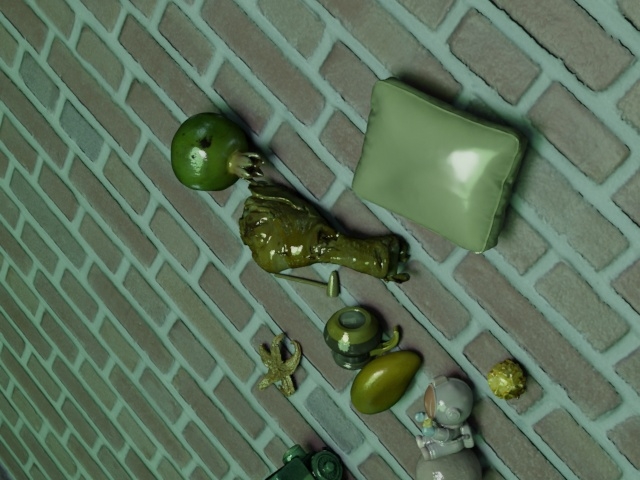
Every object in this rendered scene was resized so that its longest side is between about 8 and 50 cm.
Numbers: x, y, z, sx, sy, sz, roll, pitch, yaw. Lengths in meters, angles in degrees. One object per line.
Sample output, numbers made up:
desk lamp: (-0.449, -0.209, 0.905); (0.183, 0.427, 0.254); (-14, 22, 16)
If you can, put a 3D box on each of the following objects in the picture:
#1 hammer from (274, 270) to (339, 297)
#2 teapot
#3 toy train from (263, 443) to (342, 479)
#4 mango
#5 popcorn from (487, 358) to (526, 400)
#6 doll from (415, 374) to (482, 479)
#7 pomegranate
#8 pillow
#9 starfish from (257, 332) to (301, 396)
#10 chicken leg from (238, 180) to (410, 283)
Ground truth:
hammer: (-0.037, 0.086, 1.950); (0.195, 0.028, 0.060); (10, 110, 38)
teapot: (0.090, 0.215, 1.847); (0.166, 0.130, 0.119); (1, 130, 7)
toy train: (-0.018, 0.655, 2.043); (0.299, 0.238, 0.167); (51, 130, 9)
mango: (0.134, 0.307, 1.842); (0.085, 0.122, 0.191); (-108, 36, -49)
popcorn: (0.372, 0.278, 1.669); (0.083, 0.057, 0.082); (0, 103, 44)
doll: (0.270, 0.418, 1.771); (0.151, 0.151, 0.287); (9, 108, 37)
pomegranate: (-0.224, -0.188, 1.881); (0.225, 0.187, 0.187); (23, 123, 27)
pillow: (0.212, -0.141, 1.572); (0.322, 0.120, 0.255); (29, 124, 30)
starfish: (-0.113, 0.321, 2.099); (0.150, 0.053, 0.209); (53, 135, 15)
chicken leg: (0.000, 0.000, 1.803); (0.429, 0.201, 0.152); (15, 144, 28)
